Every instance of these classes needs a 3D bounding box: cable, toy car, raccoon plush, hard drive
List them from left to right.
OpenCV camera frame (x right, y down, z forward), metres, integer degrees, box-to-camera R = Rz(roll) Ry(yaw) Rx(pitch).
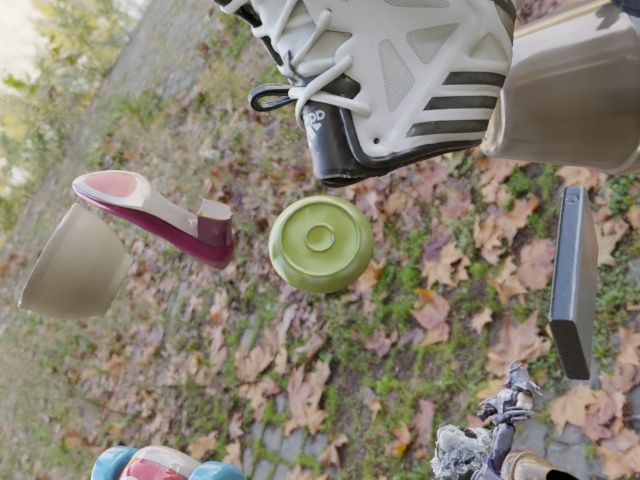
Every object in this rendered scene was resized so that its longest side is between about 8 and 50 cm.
[{"bbox_3d":[-0.192,0.389,0.836,0.219,0.210,0.238,-6,40,39],"label":"toy car"},{"bbox_3d":[-0.024,-0.366,1.656,0.287,0.139,0.072,-20,61,11],"label":"cable"},{"bbox_3d":[0.381,0.667,1.739,0.216,0.299,0.446,-11,89,11],"label":"raccoon plush"},{"bbox_3d":[0.214,0.036,0.599,0.022,0.094,0.135,-1,52,28],"label":"hard drive"}]

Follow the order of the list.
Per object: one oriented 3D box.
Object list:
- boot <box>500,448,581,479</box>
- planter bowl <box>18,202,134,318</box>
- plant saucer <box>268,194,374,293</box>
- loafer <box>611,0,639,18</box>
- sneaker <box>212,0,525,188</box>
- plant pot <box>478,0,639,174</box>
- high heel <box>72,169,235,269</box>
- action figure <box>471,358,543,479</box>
[{"bbox_3d":[0.442,0.481,1.224,0.112,0.305,0.115,-52,18,-23],"label":"boot"},{"bbox_3d":[-0.328,0.043,0.992,0.162,0.109,0.162,-57,14,22],"label":"planter bowl"},{"bbox_3d":[0.000,0.000,1.606,0.037,0.241,0.240,79,-158,-69],"label":"plant saucer"},{"bbox_3d":[0.319,-0.186,0.491,0.095,0.109,0.302,-17,32,-9],"label":"loafer"},{"bbox_3d":[-0.013,-0.195,0.612,0.169,0.448,0.257,-18,58,63],"label":"sneaker"},{"bbox_3d":[0.411,-0.259,1.226,0.323,0.281,0.323,171,90,-83],"label":"plant pot"},{"bbox_3d":[-0.377,-0.035,1.614,0.127,0.377,0.181,-65,-9,-47],"label":"high heel"},{"bbox_3d":[0.355,0.370,1.388,0.185,0.099,0.285,58,-134,-77],"label":"action figure"}]
